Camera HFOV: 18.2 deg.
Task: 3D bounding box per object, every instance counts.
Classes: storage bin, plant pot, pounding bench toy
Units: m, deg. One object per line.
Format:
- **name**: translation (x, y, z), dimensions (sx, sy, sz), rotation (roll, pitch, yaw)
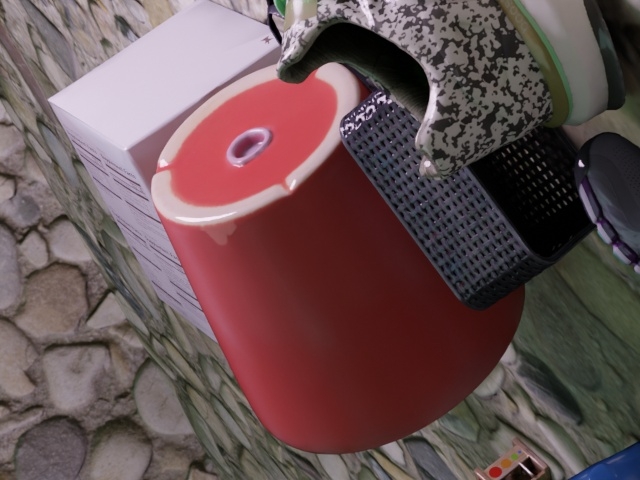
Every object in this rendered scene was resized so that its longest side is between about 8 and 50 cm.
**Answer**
- **storage bin**: translation (0.116, -0.054, 1.489), dimensions (0.180, 0.122, 0.084), rotation (53, 132, 2)
- **plant pot**: translation (0.000, 0.000, 1.664), dimensions (0.275, 0.275, 0.243), rotation (31, 160, 54)
- **pounding bench toy**: translation (0.206, 0.258, 2.042), dimensions (0.083, 0.065, 0.052), rotation (41, 160, 38)

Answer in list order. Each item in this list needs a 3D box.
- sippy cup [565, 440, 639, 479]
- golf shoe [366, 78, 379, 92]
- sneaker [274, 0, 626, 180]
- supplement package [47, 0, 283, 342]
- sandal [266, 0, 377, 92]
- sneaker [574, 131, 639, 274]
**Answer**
- **sippy cup**: translation (0.278, 0.289, 1.652), dimensions (0.224, 0.240, 0.305), rotation (61, 142, 13)
- **golf shoe**: translation (0.034, -0.207, 1.564), dimensions (0.198, 0.077, 0.094), rotation (49, 155, -7)
- **sneaker**: translation (0.021, -0.196, 1.397), dimensions (0.410, 0.182, 0.158), rotation (45, 163, 29)
- **supplement package**: translation (-0.099, -0.066, 1.984), dimensions (0.198, 0.199, 0.262), rotation (31, 153, 55)
- **sandal**: translation (0.011, -0.169, 1.718), dimensions (0.254, 0.054, 0.097), rotation (46, 162, 26)
- **sneaker**: translation (0.270, 0.004, 1.343), dimensions (0.223, 0.083, 0.098), rotation (50, 144, -1)
